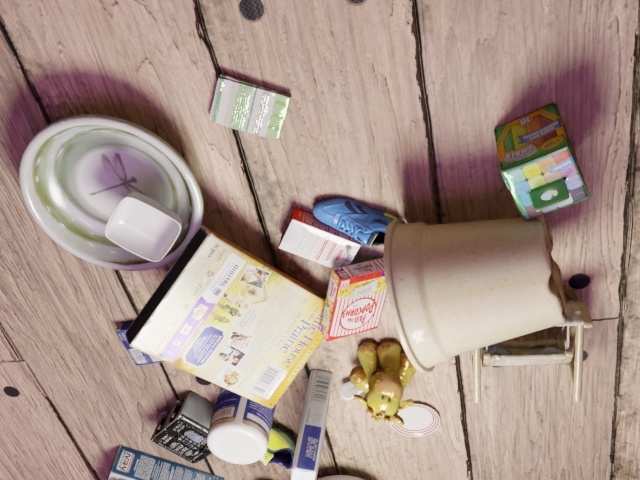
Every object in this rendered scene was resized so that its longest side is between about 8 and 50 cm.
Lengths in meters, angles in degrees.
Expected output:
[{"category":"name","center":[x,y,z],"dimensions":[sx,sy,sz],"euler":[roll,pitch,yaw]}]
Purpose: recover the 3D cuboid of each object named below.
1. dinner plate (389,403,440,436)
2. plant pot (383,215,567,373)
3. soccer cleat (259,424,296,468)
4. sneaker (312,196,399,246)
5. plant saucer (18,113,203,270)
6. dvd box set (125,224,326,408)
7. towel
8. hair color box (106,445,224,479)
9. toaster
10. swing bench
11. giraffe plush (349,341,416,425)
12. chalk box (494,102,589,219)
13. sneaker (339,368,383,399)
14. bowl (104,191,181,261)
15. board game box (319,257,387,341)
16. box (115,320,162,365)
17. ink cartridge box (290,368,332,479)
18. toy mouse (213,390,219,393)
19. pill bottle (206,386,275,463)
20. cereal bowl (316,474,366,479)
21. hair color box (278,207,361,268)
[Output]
[{"category":"dinner plate","center":[0.262,0.499,2.042],"dimensions":[0.141,0.017,0.141],"euler":[3,129,4]},{"category":"plant pot","center":[0.329,0.084,1.500],"dimensions":[0.305,0.334,0.333],"euler":[-14,125,21]},{"category":"soccer cleat","center":[-0.178,0.563,2.046],"dimensions":[0.289,0.121,0.093],"euler":[29,124,-33]},{"category":"sneaker","center":[0.082,-0.035,1.613],"dimensions":[0.209,0.082,0.069],"euler":[17,130,-4]},{"category":"plant saucer","center":[-0.446,-0.113,1.603],"dimensions":[0.401,0.100,0.400],"euler":[3,127,4]},{"category":"dvd box set","center":[-0.188,0.189,1.689],"dimensions":[0.420,0.062,0.307],"euler":[32,96,-34]},{"category":"towel","center":[-0.144,-0.272,1.497],"dimensions":[0.152,0.023,0.113],"euler":[15,130,-8]},{"category":"hair color box","center":[-0.496,0.783,2.300],"dimensions":[0.347,0.105,0.174],"euler":[21,127,-8]},{"category":"toaster","center":[-0.362,0.541,2.092],"dimensions":[0.186,0.110,0.168],"euler":[35,124,-19]},{"category":"swing bench","center":[0.486,0.240,1.728],"dimensions":[0.253,0.165,0.254],"euler":[-1,122,8]},{"category":"giraffe plush","center":[0.154,0.373,1.820],"dimensions":[0.181,0.170,0.210],"euler":[0,100,9]},{"category":"chalk box","center":[0.424,-0.139,1.404],"dimensions":[0.132,0.213,0.132],"euler":[-21,122,21]},{"category":"sneaker","center":[0.131,0.387,1.960],"dimensions":[0.158,0.061,0.065],"euler":[-19,153,15]},{"category":"bowl","center":[-0.374,-0.036,1.558],"dimensions":[0.142,0.053,0.142],"euler":[29,125,-16]},{"category":"board game box","center":[0.083,0.139,1.718],"dimensions":[0.147,0.045,0.193],"euler":[-12,131,-27]},{"category":"box","center":[-0.408,0.263,1.929],"dimensions":[0.225,0.036,0.136],"euler":[-8,127,14]},{"category":"ink cartridge box","center":[-0.033,0.572,1.940],"dimensions":[0.071,0.324,0.330],"euler":[8,128,3]},{"category":"toy mouse","center":[-0.236,0.445,2.052],"dimensions":[0.143,0.031,0.161],"euler":[28,125,-15]},{"category":"pill bottle","center":[-0.192,0.426,1.885],"dimensions":[0.153,0.264,0.153],"euler":[4,128,5]},{"category":"cereal bowl","center":[0.046,0.827,2.229],"dimensions":[0.339,0.141,0.339],"euler":[-2,127,-3]},{"category":"hair color box","center":[0.000,0.000,1.666],"dimensions":[0.167,0.053,0.093],"euler":[22,126,-8]}]
